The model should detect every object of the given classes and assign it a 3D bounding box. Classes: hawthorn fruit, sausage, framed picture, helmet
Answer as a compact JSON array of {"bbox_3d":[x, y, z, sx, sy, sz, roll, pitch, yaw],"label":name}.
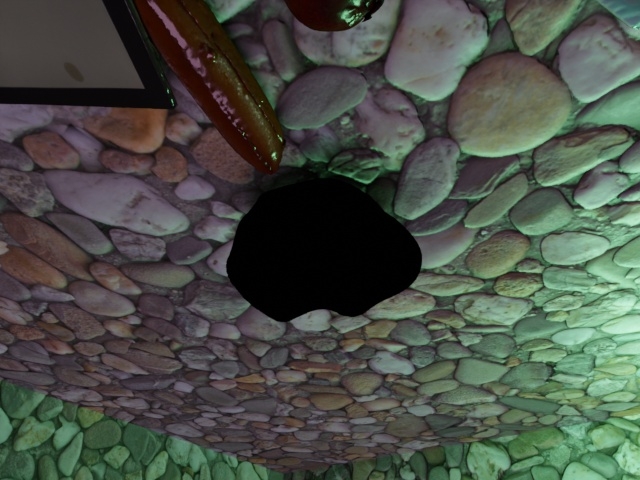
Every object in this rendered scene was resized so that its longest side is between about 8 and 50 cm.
[{"bbox_3d":[0.004,-0.325,0.497,0.172,0.148,0.148,44,129,-4],"label":"hawthorn fruit"},{"bbox_3d":[-0.146,-0.229,0.630,0.102,0.102,0.330,-16,135,20],"label":"sausage"},{"bbox_3d":[-0.382,-0.290,0.570,0.346,0.016,0.265,6,141,17],"label":"framed picture"},{"bbox_3d":[0.000,0.000,0.815,0.338,0.197,0.271,-15,129,10],"label":"helmet"}]

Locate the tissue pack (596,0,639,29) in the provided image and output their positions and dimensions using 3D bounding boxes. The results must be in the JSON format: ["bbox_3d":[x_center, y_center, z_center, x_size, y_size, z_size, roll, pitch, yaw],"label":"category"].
[{"bbox_3d":[0.377,-0.376,0.442,0.177,0.089,0.263,22,135,-18],"label":"tissue pack"}]
